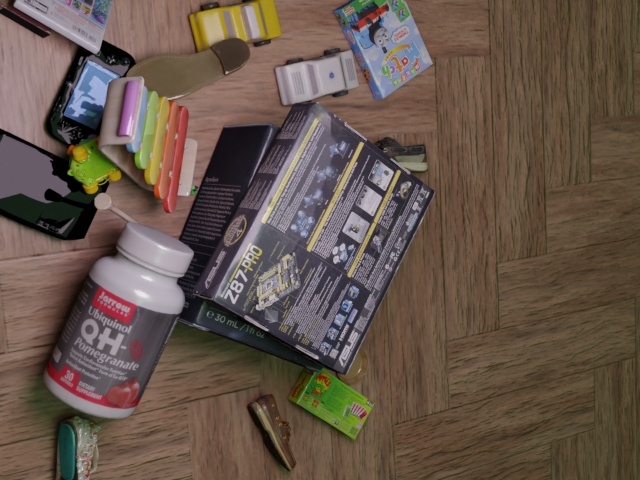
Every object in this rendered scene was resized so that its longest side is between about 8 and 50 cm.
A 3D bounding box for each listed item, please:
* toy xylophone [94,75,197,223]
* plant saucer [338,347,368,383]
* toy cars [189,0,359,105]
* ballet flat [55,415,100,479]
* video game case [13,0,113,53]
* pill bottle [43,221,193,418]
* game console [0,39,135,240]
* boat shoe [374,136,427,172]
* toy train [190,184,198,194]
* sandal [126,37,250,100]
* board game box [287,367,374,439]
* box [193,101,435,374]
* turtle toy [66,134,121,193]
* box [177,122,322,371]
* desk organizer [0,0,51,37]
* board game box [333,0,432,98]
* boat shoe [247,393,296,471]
[{"bbox_3d":[-0.305,-0.146,1.577,0.081,0.323,0.236,4,85,11],"label":"toy xylophone"},{"bbox_3d":[0.067,0.273,1.993,0.083,0.015,0.083,-4,98,-31],"label":"plant saucer"},{"bbox_3d":[-0.071,-0.377,1.797,0.394,0.087,0.176,27,81,-31],"label":"toy cars"},{"bbox_3d":[-0.444,0.440,1.660,0.077,0.091,0.241,2,98,-54],"label":"ballet flat"},{"bbox_3d":[-0.440,-0.414,1.564,0.157,0.019,0.143,28,47,-30],"label":"video game case"},{"bbox_3d":[-0.346,0.137,1.592,0.176,0.176,0.318,22,97,-32],"label":"pill bottle"},{"bbox_3d":[-0.453,-0.193,1.607,0.213,0.044,0.361,27,80,-31],"label":"game console"},{"bbox_3d":[0.144,-0.188,1.960,0.223,0.080,0.073,3,88,-37],"label":"boat shoe"},{"bbox_3d":[-0.271,-0.108,1.737,0.083,0.024,0.017,17,57,-31],"label":"toy train"},{"bbox_3d":[-0.249,-0.312,1.696,0.240,0.079,0.088,-22,91,-17],"label":"sandal"},{"bbox_3d":[0.024,0.348,1.958,0.181,0.043,0.092,37,75,-29],"label":"board game box"},{"bbox_3d":[0.000,0.000,1.629,0.318,0.097,0.395,33,78,-32],"label":"box"},{"bbox_3d":[-0.390,-0.149,1.586,0.130,0.066,0.095,-34,137,-29],"label":"turtle toy"},{"bbox_3d":[-0.095,0.013,1.751,0.293,0.212,0.395,24,82,-31],"label":"box"},{"bbox_3d":[-0.515,-0.404,1.544,0.130,0.047,0.050,29,78,-31],"label":"desk organizer"},{"bbox_3d":[0.139,-0.437,1.949,0.160,0.039,0.211,-38,114,-23],"label":"board game box"},{"bbox_3d":[-0.088,0.400,1.883,0.060,0.064,0.178,-32,108,-23],"label":"boat shoe"}]
